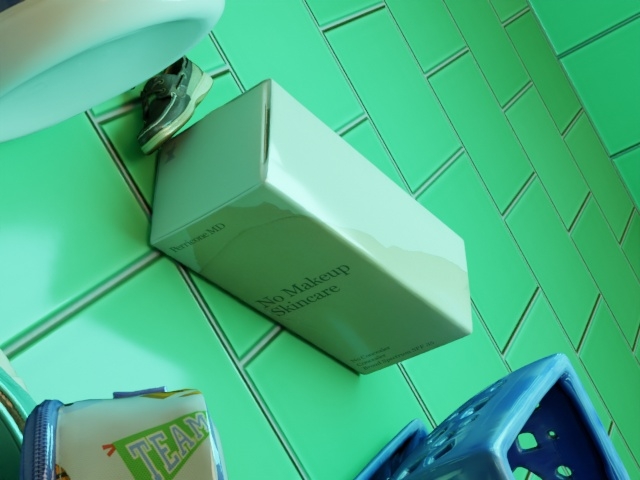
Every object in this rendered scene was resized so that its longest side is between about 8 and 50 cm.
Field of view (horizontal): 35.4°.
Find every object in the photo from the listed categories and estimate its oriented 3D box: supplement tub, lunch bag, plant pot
[{"bbox_3d":[-0.235,-0.252,0.688,0.325,0.235,0.235,63,30,-2],"label":"supplement tub"},{"bbox_3d":[-0.093,0.201,0.555,0.303,0.114,0.243,109,-27,-72],"label":"lunch bag"},{"bbox_3d":[0.156,0.270,0.923,0.236,0.212,0.236,63,30,-1],"label":"plant pot"}]

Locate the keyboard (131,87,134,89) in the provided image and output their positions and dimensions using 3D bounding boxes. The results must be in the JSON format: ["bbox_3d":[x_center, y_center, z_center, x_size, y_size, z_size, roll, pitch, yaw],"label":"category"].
[{"bbox_3d":[-0.218,-0.229,0.895,0.192,0.038,0.100,44,36,-32],"label":"keyboard"}]

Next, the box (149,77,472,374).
[{"bbox_3d":[0.000,0.000,0.954,0.311,0.148,0.121,34,42,-38],"label":"box"}]

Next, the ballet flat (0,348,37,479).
[{"bbox_3d":[-0.231,0.076,0.608,0.247,0.083,0.087,54,18,-21],"label":"ballet flat"}]

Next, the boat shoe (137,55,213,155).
[{"bbox_3d":[-0.143,-0.128,0.923,0.049,0.056,0.152,47,24,-17],"label":"boat shoe"}]
